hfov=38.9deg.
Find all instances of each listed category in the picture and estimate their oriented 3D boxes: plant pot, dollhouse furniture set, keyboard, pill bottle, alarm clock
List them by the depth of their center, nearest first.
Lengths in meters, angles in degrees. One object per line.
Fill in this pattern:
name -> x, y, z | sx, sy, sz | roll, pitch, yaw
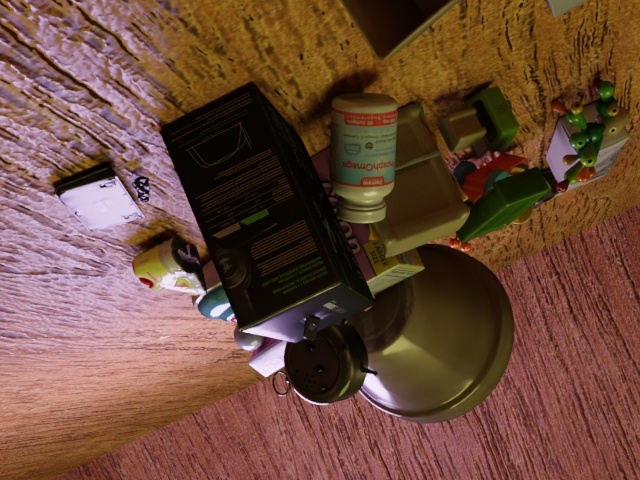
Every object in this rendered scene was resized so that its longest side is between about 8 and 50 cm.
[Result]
plant pot -> 0.088, -0.251, 0.865 | 0.109, 0.109, 0.096 | -35, 174, 38
keyboard -> -0.268, -0.056, 1.166 | 0.108, 0.023, 0.180 | -16, 167, -4
pill bottle -> 0.055, -0.108, 1.187 | 0.087, 0.160, 0.087 | 0, -161, 0
dollhouse furniture set -> 0.157, -0.090, 1.372 | 0.301, 0.198, 0.151 | -19, 167, -23
alarm clock -> -0.009, 0.191, 1.385 | 0.192, 0.129, 0.064 | -34, 162, 35
plant pot -> 0.136, 0.132, 1.553 | 0.323, 0.323, 0.280 | -29, 150, 19

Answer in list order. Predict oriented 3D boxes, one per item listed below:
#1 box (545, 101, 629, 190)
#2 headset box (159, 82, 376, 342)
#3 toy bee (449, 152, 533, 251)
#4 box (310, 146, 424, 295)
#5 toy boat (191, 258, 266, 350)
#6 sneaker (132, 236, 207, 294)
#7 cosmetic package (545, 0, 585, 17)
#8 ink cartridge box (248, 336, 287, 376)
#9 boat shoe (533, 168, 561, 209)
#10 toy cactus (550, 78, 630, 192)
box -> 0.540, -0.189, 1.852 | 0.113, 0.094, 0.275 | -24, 167, 5
headset box -> -0.053, -0.013, 1.133 | 0.131, 0.283, 0.246 | -26, 167, 7
toy bee -> 0.287, -0.070, 1.741 | 0.298, 0.162, 0.195 | -7, -156, -27
box -> 0.000, 0.000, 1.411 | 0.243, 0.214, 0.117 | -28, 165, 19
toy boat -> -0.124, 0.109, 1.755 | 0.267, 0.148, 0.318 | -18, 165, -23
sneaker -> -0.250, 0.049, 1.495 | 0.094, 0.081, 0.208 | -18, 160, 4
cosmetic package -> 0.292, -0.330, 0.849 | 0.238, 0.127, 0.107 | -27, 167, 20
ink cartridge box -> -0.035, 0.130, 1.927 | 0.186, 0.065, 0.311 | -35, -160, 41
boat shoe -> 0.502, -0.122, 2.092 | 0.223, 0.080, 0.073 | -22, 162, -29
toy cactus -> 0.496, -0.203, 1.653 | 0.180, 0.112, 0.219 | -27, 131, -38
